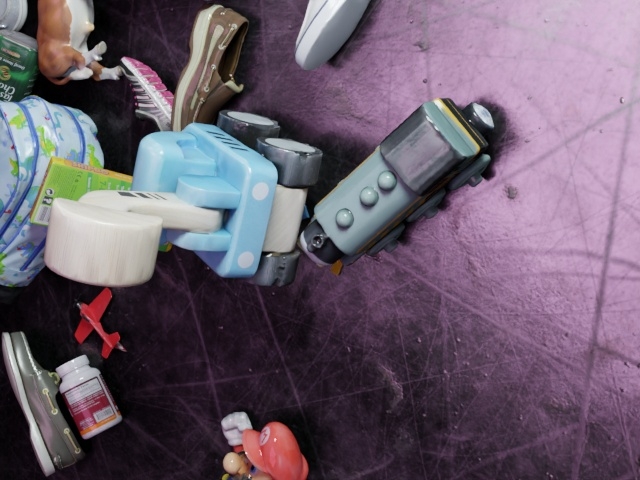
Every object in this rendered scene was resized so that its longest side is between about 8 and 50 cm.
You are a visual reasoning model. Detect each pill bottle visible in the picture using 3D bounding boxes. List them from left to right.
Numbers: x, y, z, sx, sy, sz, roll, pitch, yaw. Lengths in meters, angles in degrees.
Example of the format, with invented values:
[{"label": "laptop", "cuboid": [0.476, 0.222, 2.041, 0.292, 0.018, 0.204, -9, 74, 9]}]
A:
[{"label": "pill bottle", "cuboid": [-0.463, 0.310, 1.677, 0.086, 0.086, 0.152, -30, 85, 28]}]

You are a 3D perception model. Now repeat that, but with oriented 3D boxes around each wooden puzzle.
[{"label": "wooden puzzle", "cuboid": [0.000, 0.000, 1.424, 0.116, 0.014, 0.078, 39, 114, 16]}]

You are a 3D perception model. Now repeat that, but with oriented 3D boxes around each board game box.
[{"label": "board game box", "cuboid": [-0.367, -0.060, 1.496, 0.124, 0.259, 0.039, -61, 32, 22]}]

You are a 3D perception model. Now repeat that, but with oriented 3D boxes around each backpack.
[{"label": "backpack", "cuboid": [-0.555, -0.102, 1.568, 0.355, 0.273, 0.290, -32, 59, 15]}]

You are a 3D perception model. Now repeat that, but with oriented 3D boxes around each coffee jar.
[{"label": "coffee jar", "cuboid": [-0.597, -0.304, 1.627, 0.096, 0.079, 0.184, 23, 112, -5]}]

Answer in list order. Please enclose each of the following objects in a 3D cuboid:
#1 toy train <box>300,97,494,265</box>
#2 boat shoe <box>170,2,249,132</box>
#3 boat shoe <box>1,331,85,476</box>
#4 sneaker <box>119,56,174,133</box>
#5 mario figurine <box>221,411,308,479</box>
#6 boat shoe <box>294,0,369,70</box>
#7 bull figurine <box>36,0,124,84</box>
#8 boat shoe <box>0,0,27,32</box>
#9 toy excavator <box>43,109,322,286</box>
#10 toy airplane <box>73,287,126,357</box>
[{"label": "toy train", "cuboid": [0.109, -0.082, 1.253, 0.334, 0.190, 0.142, -40, 80, 27]}, {"label": "boat shoe", "cuboid": [-0.181, -0.263, 1.424, 0.095, 0.095, 0.257, 19, 107, 17]}, {"label": "boat shoe", "cuboid": [-0.574, 0.324, 1.734, 0.109, 0.091, 0.305, -24, 85, 65]}, {"label": "sneaker", "cuboid": [-0.310, -0.252, 1.506, 0.075, 0.063, 0.170, -43, 84, 20]}, {"label": "mario figurine", "cuboid": [-0.159, 0.439, 1.502, 0.198, 0.170, 0.320, 42, 117, 16]}, {"label": "boat shoe", "cuboid": [0.024, -0.393, 1.294, 0.088, 0.096, 0.267, 38, 113, 20]}, {"label": "bull figurine", "cuboid": [-0.444, -0.429, 1.514, 0.188, 0.101, 0.310, 16, 117, 22]}, {"label": "boat shoe", "cuboid": [-0.708, -0.435, 1.652, 0.320, 0.103, 0.118, -3, 99, 27]}, {"label": "toy excavator", "cuboid": [-0.207, -0.047, 1.217, 0.433, 0.445, 0.222, 37, 119, 51]}, {"label": "toy airplane", "cuboid": [-0.442, 0.171, 1.673, 0.151, 0.028, 0.151, 6, 104, 27]}]
